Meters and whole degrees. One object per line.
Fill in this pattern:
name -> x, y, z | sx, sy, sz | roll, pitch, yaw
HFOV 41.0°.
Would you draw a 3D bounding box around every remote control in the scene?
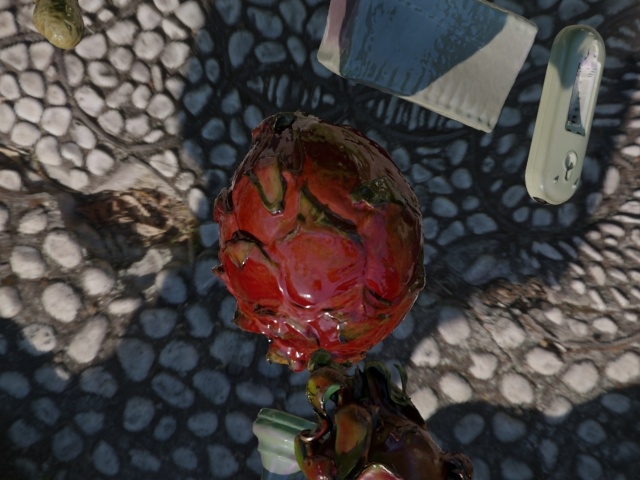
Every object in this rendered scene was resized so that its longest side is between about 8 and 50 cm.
remote control -> 0.302, -0.152, 1.043 | 0.078, 0.042, 0.221 | 9, 93, -39

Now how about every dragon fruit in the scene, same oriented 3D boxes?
dragon fruit -> 0.000, 0.000, 1.092 | 0.277, 0.277, 0.343 | 5, 91, -3
dragon fruit -> 0.047, 0.167, 0.698 | 0.138, 0.142, 0.175 | -15, 92, 10

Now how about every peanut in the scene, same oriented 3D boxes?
peanut -> -0.285, -0.251, 0.918 | 0.054, 0.054, 0.113 | -22, 61, -2

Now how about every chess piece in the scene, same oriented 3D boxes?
chess piece -> -0.089, 0.438, 1.486 | 0.139, 0.139, 0.272 | 22, 73, -3

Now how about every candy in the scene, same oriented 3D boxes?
candy -> 0.178, -0.336, 1.452 | 0.358, 0.145, 0.208 | 14, 105, -31
